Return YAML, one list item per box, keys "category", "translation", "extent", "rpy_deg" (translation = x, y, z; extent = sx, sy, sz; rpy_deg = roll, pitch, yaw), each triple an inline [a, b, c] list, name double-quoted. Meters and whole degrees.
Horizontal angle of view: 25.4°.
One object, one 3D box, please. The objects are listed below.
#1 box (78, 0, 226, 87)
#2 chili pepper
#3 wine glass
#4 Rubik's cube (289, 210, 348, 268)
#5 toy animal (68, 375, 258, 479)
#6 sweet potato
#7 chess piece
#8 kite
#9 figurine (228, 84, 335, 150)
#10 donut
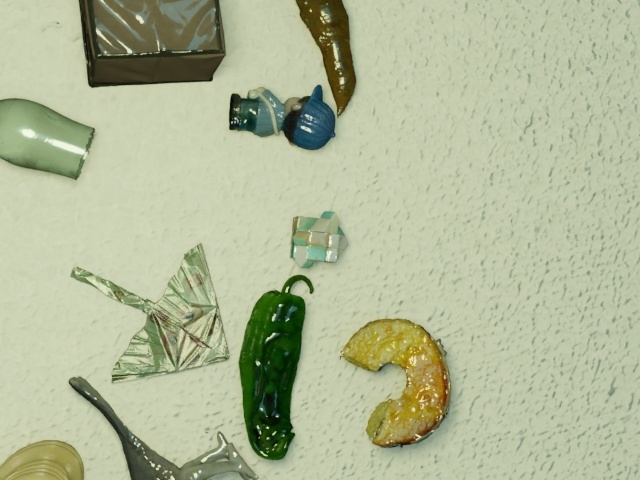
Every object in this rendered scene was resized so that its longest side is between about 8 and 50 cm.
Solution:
- category: "box"
  translation: [-0.237, -0.347, 1.924]
  extent: [0.188, 0.153, 0.252]
  rpy_deg: [-4, 87, -10]
- category: "chili pepper"
  translation: [-0.064, 0.173, 1.976]
  extent: [0.100, 0.074, 0.257]
  rpy_deg: [6, 91, -12]
- category: "wine glass"
  translation: [-0.409, -0.148, 1.916]
  extent: [0.202, 0.093, 0.093]
  rpy_deg: [18, 85, -9]
- category: "Rubik's cube"
  translation: [-0.002, -0.002, 1.988]
  extent: [0.084, 0.073, 0.075]
  rpy_deg: [-11, 90, -8]
- category: "toy animal"
  translation: [-0.193, 0.331, 1.940]
  extent: [0.205, 0.081, 0.367]
  rpy_deg: [-18, 87, -11]
- category: "sweet potato"
  translation: [0.006, -0.309, 2.007]
  extent: [0.067, 0.067, 0.274]
  rpy_deg: [-16, 91, -10]
- category: "chess piece"
  translation: [-0.367, 0.334, 1.795]
  extent: [0.138, 0.307, 0.124]
  rpy_deg: [-10, 90, -9]
- category: "kite"
  translation: [-0.232, 0.097, 1.977]
  extent: [0.250, 0.012, 0.229]
  rpy_deg: [31, 80, -7]
- category: "figurine"
  translation: [-0.052, -0.175, 1.987]
  extent: [0.149, 0.087, 0.086]
  rpy_deg: [4, 125, -8]
- category: "donut"
  translation: [0.110, 0.196, 2.000]
  extent: [0.146, 0.078, 0.181]
  rpy_deg: [-20, 85, -11]
